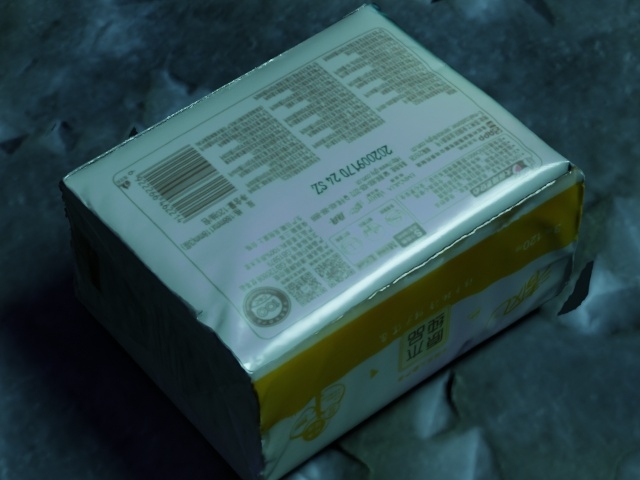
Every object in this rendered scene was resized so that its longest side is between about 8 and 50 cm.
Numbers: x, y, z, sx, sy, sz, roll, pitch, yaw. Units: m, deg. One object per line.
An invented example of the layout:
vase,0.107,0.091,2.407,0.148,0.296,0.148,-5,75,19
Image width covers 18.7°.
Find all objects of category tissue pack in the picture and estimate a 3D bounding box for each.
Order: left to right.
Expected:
tissue pack,0.000,0.000,1.079,0.225,0.124,0.185,-31,57,-23
